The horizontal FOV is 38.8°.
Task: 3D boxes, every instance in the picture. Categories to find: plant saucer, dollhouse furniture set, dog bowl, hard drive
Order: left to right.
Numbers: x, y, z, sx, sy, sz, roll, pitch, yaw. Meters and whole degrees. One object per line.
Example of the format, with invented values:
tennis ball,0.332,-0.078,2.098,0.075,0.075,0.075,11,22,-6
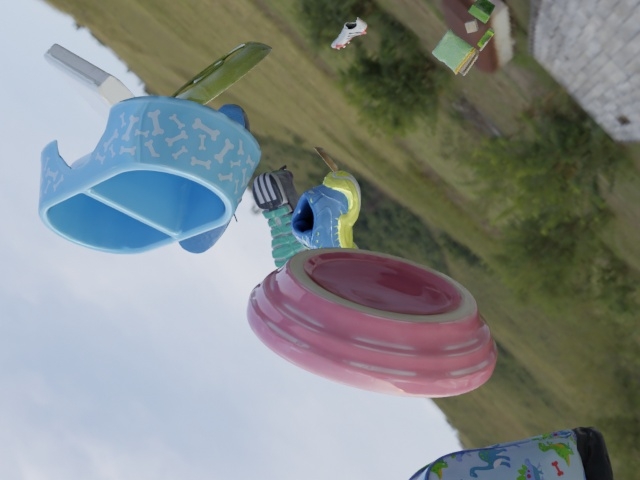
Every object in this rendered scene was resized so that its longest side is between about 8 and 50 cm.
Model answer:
hard drive,-0.335,-0.220,1.495,0.203,0.040,0.307,48,171,-36
dog bowl,-0.195,-0.058,0.977,0.166,0.297,0.074,29,-122,-36
plant saucer,-0.196,-0.298,1.670,0.037,0.241,0.241,53,-170,-18
plant saucer,0.016,-0.184,2.063,0.083,0.015,0.083,50,-177,-4
plant saucer,0.072,0.089,1.181,0.331,0.084,0.332,12,-163,-4
dollhouse furniture set,0.261,-0.363,1.645,0.076,0.152,0.059,36,-140,1

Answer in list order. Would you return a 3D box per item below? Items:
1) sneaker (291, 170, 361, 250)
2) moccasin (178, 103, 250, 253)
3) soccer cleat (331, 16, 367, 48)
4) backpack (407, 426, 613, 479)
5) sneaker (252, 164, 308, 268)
sneaker,0.000,0.000,1.547,0.126,0.240,0.091,-20,-147,-32
moccasin,-0.218,-0.133,2.006,0.137,0.342,0.117,24,-164,-2
soccer cleat,0.049,-0.383,1.673,0.035,0.083,0.029,39,-136,-34
backpack,0.287,0.441,1.417,0.273,0.355,0.290,64,-160,-65
sneaker,-0.047,-0.027,1.668,0.098,0.083,0.224,-34,-69,-55
